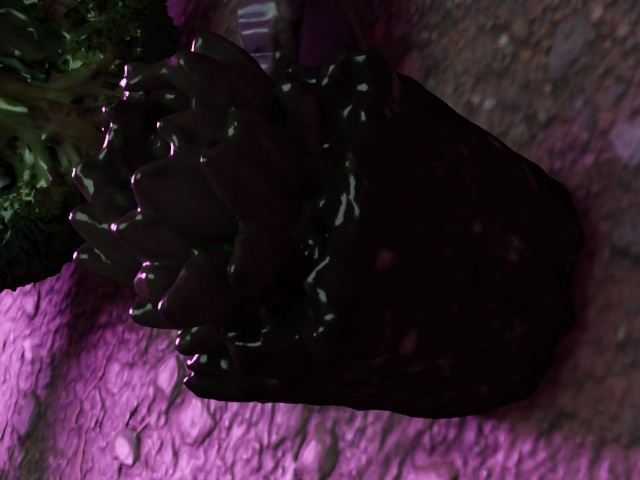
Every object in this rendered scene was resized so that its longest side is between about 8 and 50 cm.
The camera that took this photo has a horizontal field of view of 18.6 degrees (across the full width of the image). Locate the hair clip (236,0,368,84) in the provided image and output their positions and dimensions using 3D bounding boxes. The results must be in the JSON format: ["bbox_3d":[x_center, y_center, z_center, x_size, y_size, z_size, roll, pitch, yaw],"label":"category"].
[{"bbox_3d":[-0.005,-0.127,0.964,0.106,0.085,0.292,77,-174,-52],"label":"hair clip"}]

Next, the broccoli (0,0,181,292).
[{"bbox_3d":[-0.215,-0.078,1.103,0.294,0.245,0.265,-57,31,2],"label":"broccoli"}]

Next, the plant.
[{"bbox_3d":[0.000,0.000,0.773,0.129,0.194,0.132,-29,49,54],"label":"plant"}]
